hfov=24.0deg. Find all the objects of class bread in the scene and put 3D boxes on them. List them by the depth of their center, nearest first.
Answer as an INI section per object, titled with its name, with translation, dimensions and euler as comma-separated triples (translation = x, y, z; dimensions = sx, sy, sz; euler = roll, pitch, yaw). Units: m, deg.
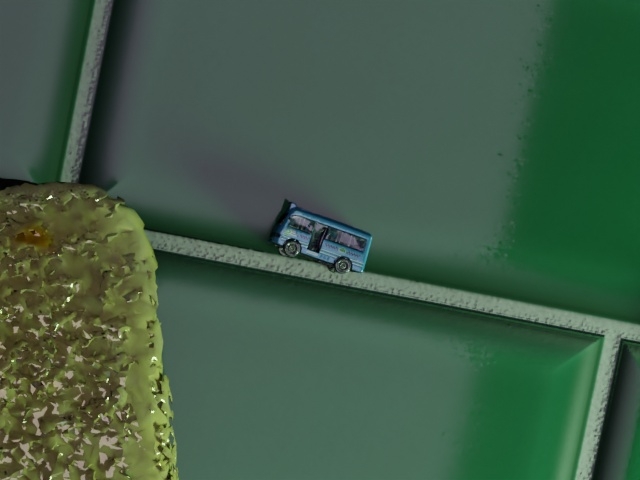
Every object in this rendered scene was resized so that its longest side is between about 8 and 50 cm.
[bread]
translation = -0.245, 0.138, 1.202
dimensions = 0.248, 0.279, 0.315
euler = 0, 70, -14

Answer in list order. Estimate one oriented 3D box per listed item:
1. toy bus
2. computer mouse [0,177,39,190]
[toy bus]
translation = 0.000, 0.000, 1.293
dimensions = 0.083, 0.038, 0.046
euler = 20, 87, -10
[computer mouse]
translation = -0.302, 0.011, 1.228
dimensions = 0.269, 0.086, 0.138
euler = 1, 103, -10
